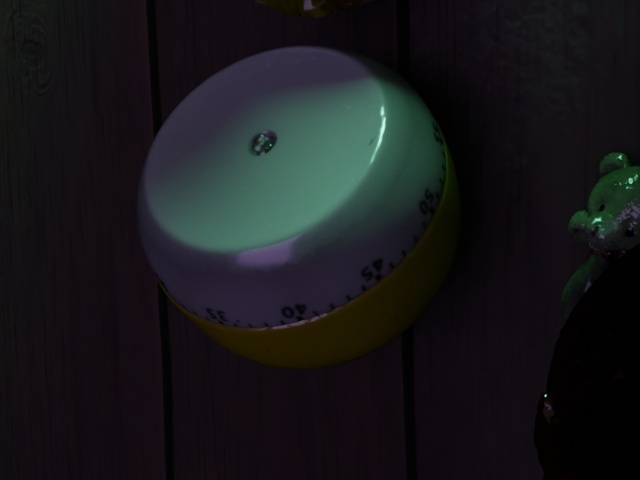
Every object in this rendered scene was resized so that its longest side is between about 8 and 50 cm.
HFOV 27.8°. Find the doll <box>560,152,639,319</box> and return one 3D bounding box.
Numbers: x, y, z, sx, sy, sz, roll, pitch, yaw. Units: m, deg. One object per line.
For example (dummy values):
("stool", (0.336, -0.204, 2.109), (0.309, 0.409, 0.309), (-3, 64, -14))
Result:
("doll", (0.236, 0.013, 1.023), (0.115, 0.077, 0.150), (33, 127, 35))

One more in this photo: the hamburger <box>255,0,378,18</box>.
("hamburger", (-0.006, -0.332, 1.052), (0.302, 0.170, 0.302), (3, 97, 32))

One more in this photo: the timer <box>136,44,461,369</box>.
("timer", (0.000, 0.000, 1.094), (0.285, 0.285, 0.285), (7, 103, 32))

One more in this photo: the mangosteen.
("mangosteen", (0.320, 0.127, 0.868), (0.347, 0.307, 0.307), (-9, 95, 3))
